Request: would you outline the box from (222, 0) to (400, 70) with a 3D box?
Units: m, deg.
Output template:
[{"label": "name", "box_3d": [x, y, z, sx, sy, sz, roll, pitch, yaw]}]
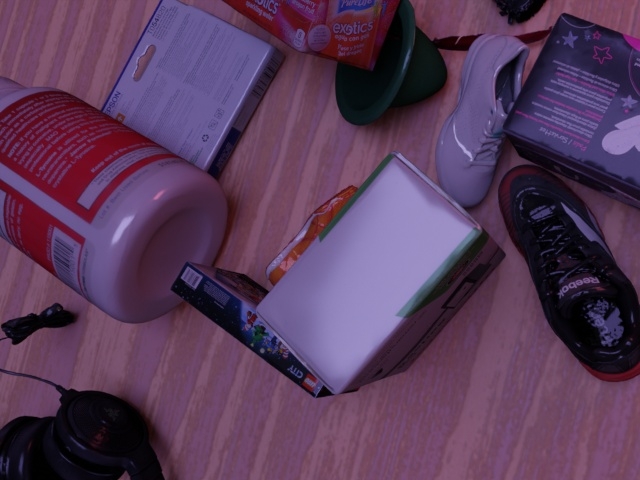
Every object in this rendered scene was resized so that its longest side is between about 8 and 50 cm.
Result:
[{"label": "box", "box_3d": [-0.024, -0.330, 0.919, 0.257, 0.122, 0.128, 43, 120, 41]}]

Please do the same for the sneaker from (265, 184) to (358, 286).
[{"label": "sneaker", "box_3d": [0.000, 0.000, 0.963, 0.067, 0.064, 0.175, 39, 103, 1]}]

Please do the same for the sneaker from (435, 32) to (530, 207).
[{"label": "sneaker", "box_3d": [0.197, -0.135, 0.848, 0.080, 0.094, 0.212, 1, 108, -20]}]

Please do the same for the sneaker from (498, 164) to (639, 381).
[{"label": "sneaker", "box_3d": [0.280, 0.027, 0.801, 0.097, 0.135, 0.276, -29, 72, 18]}]

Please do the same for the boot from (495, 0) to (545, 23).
[{"label": "boot", "box_3d": [0.258, -0.346, 0.909, 0.121, 0.045, 0.099, -47, 67, 17]}]

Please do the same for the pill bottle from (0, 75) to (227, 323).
[{"label": "pill bottle", "box_3d": [-0.351, -0.076, 1.012, 0.407, 0.229, 0.229, 30, 94, 22]}]

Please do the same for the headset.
[{"label": "headset", "box_3d": [-0.354, 0.289, 1.037, 0.243, 0.185, 0.394, -25, 89, 20]}]

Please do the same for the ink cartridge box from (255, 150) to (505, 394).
[{"label": "ink cartridge box", "box_3d": [0.086, 0.043, 0.793, 0.121, 0.289, 0.211, 43, 99, 18]}]

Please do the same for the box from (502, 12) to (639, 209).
[{"label": "box", "box_3d": [0.346, -0.115, 0.778, 0.247, 0.163, 0.142, 30, 97, 22]}]

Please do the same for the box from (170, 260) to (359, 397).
[{"label": "box", "box_3d": [-0.058, 0.112, 0.908, 0.233, 0.159, 0.044, 33, 93, 22]}]

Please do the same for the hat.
[{"label": "hat", "box_3d": [0.147, -0.217, 0.948, 0.208, 0.183, 0.173, 23, 101, 61]}]

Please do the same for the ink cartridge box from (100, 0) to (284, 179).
[{"label": "ink cartridge box", "box_3d": [-0.197, -0.229, 1.071, 0.224, 0.045, 0.223, 32, 94, 23]}]
